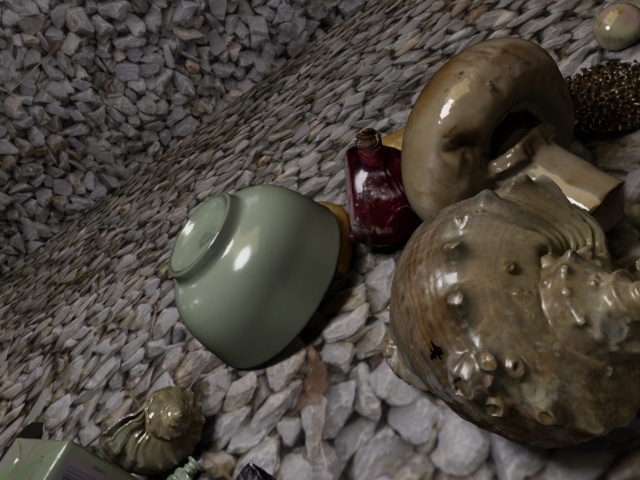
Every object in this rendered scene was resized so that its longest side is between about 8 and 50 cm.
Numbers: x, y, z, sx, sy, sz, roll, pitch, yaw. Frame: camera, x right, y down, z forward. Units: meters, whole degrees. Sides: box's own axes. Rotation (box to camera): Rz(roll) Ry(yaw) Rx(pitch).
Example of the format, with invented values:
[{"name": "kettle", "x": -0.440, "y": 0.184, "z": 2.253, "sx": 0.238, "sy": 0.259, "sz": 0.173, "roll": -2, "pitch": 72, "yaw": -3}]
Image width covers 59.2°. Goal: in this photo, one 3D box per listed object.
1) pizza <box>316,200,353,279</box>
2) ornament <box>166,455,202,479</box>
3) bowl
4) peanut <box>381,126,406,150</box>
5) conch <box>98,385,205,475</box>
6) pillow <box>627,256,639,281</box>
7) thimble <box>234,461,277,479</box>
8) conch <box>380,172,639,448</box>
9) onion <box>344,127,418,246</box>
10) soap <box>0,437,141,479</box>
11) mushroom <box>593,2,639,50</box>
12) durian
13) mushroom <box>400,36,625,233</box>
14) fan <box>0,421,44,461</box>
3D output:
[{"name": "pizza", "x": 0.004, "y": -0.005, "z": 1.102, "sx": 0.134, "sy": 0.056, "sz": 0.271, "roll": -28, "pitch": 31, "yaw": 18}, {"name": "ornament", "x": -0.216, "y": 0.372, "z": 0.845, "sx": 0.068, "sy": 0.041, "sz": 0.092, "roll": -18, "pitch": 25, "yaw": 26}, {"name": "bowl", "x": -0.150, "y": 0.033, "z": 1.023, "sx": 0.353, "sy": 0.185, "sz": 0.354, "roll": -35, "pitch": 35, "yaw": 29}, {"name": "peanut", "x": 0.192, "y": -0.183, "z": 1.096, "sx": 0.263, "sy": 0.101, "sz": 0.117, "roll": -30, "pitch": 55, "yaw": 12}, {"name": "conch", "x": -0.276, "y": 0.308, "z": 0.902, "sx": 0.207, "sy": 0.155, "sz": 0.130, "roll": -38, "pitch": 42, "yaw": 43}, {"name": "pillow", "x": 0.401, "y": 0.033, "z": 0.573, "sx": 0.179, "sy": 0.075, "sz": 0.171, "roll": -40, "pitch": 28, "yaw": -5}, {"name": "thimble", "x": -0.072, "y": 0.325, "z": 0.687, "sx": 0.104, "sy": 0.095, "sz": 0.066, "roll": 27, "pitch": 71, "yaw": 43}, {"name": "conch", "x": 0.171, "y": 0.065, "z": 0.612, "sx": 0.352, "sy": 0.210, "sz": 0.297, "roll": -16, "pitch": 58, "yaw": 38}, {"name": "onion", "x": 0.104, "y": -0.105, "z": 0.967, "sx": 0.139, "sy": 0.218, "sz": 0.195, "roll": 1, "pitch": 46, "yaw": 6}, {"name": "soap", "x": -0.378, "y": 0.395, "z": 0.834, "sx": 0.182, "sy": 0.199, "sz": 0.139, "roll": -16, "pitch": 39, "yaw": 37}, {"name": "mushroom", "x": 0.536, "y": -0.383, "z": 1.013, "sx": 0.083, "sy": 0.067, "sz": 0.084, "roll": -7, "pitch": 76, "yaw": 29}, {"name": "durian", "x": 0.433, "y": -0.226, "z": 0.885, "sx": 0.188, "sy": 0.091, "sz": 0.148, "roll": -27, "pitch": 31, "yaw": 25}, {"name": "mushroom", "x": 0.267, "y": -0.118, "z": 0.770, "sx": 0.292, "sy": 0.293, "sz": 0.290, "roll": -43, "pitch": 46, "yaw": -7}, {"name": "fan", "x": -0.528, "y": 0.418, "z": 0.970, "sx": 0.310, "sy": 0.010, "sz": 0.182, "roll": 114, "pitch": -178, "yaw": -50}]
